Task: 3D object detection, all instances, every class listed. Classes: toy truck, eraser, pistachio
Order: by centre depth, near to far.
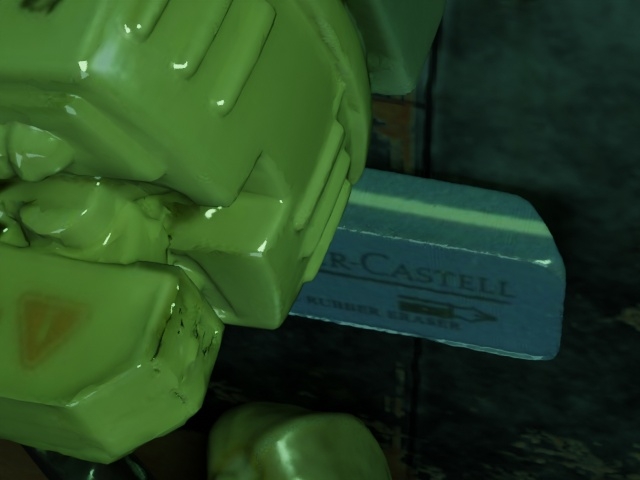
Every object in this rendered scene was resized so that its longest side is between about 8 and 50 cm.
[{"bbox_3d":[-0.172,-0.068,0.595,0.405,0.254,0.180,6,148,22],"label":"toy truck"},{"bbox_3d":[0.000,0.000,0.789,0.225,0.036,0.082,10,147,11],"label":"eraser"},{"bbox_3d":[-0.009,0.144,0.945,0.113,0.113,0.149,1,157,24],"label":"pistachio"}]

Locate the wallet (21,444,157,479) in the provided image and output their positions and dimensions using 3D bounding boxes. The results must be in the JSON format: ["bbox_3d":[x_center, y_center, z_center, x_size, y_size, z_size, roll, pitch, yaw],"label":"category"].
[{"bbox_3d":[-0.108,0.144,0.964,0.182,0.049,0.229,43,169,49],"label":"wallet"}]
